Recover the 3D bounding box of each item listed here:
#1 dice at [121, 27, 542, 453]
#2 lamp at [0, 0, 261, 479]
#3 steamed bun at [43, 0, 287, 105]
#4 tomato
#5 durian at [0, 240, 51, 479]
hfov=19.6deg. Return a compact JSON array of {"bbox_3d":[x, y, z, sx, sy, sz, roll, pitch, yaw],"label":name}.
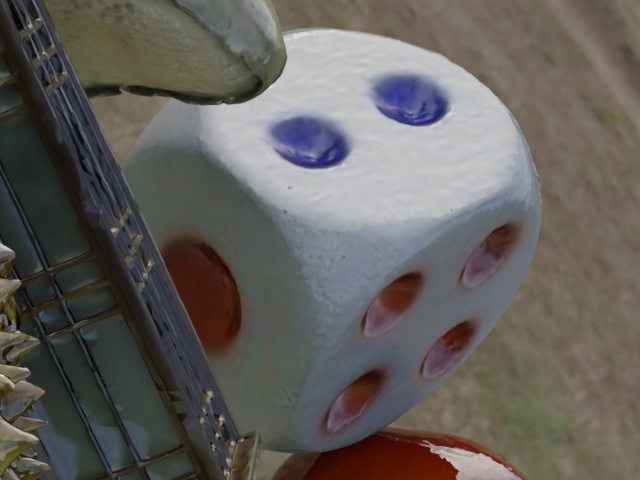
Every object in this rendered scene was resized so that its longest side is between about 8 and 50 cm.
[{"bbox_3d":[0.000,0.000,1.422,0.251,0.259,0.243,-26,56,-37],"label":"dice"},{"bbox_3d":[-0.128,-0.027,0.761,0.089,0.090,0.325,-80,148,-76],"label":"lamp"},{"bbox_3d":[-0.133,-0.155,0.909,0.212,0.231,0.110,84,9,-64],"label":"steamed bun"},{"bbox_3d":[0.065,0.253,1.513,0.260,0.260,0.180,32,48,-35],"label":"tomato"},{"bbox_3d":[-0.160,0.041,0.615,0.138,0.183,0.249,-11,63,-25],"label":"durian"}]
